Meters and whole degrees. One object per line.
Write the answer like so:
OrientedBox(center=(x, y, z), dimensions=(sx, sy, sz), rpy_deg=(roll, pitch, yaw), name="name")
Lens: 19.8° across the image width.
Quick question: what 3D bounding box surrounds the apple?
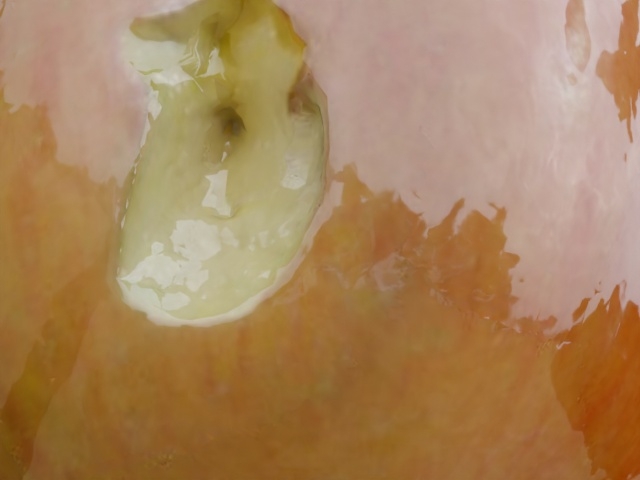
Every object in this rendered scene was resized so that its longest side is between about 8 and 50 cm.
OrientedBox(center=(0.000, 0.000, 0.493), dimensions=(0.242, 0.241, 0.242), rpy_deg=(1, -32, 1), name="apple")
